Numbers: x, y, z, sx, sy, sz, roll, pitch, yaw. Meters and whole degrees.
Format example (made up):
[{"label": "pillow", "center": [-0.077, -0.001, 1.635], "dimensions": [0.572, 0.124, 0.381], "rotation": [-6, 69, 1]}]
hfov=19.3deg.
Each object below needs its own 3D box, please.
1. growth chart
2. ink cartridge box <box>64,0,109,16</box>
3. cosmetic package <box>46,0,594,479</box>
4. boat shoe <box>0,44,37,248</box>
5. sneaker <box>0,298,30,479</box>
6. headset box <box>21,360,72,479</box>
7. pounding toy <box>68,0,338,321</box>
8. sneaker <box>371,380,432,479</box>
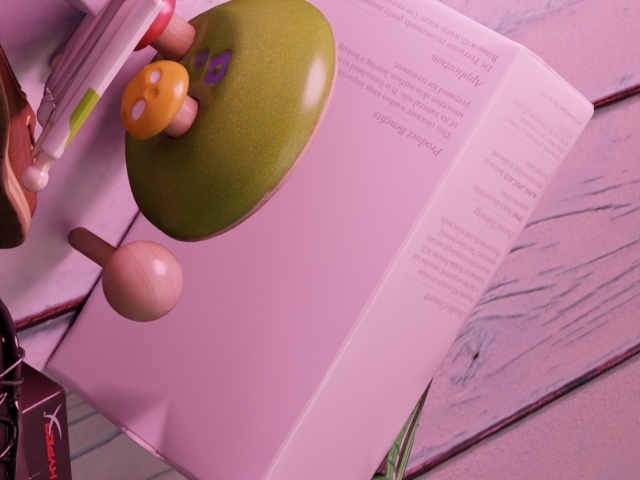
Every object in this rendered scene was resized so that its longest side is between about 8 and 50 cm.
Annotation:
[{"label": "growth chart", "center": [-0.123, -0.136, 1.129], "dimensions": [0.021, 0.237, 0.172], "rotation": [33, 106, -15]}, {"label": "ink cartridge box", "center": [-0.138, -0.242, 1.050], "dimensions": [0.176, 0.127, 0.128], "rotation": [-52, 149, -8]}, {"label": "cosmetic package", "center": [0.000, 0.000, 1.384], "dimensions": [0.385, 0.217, 0.156], "rotation": [-58, 149, 5]}, {"label": "boat shoe", "center": [-0.211, -0.074, 1.176], "dimensions": [0.178, 0.064, 0.060], "rotation": [87, 16, -47]}, {"label": "sneaker", "center": [-0.223, 0.107, 1.114], "dimensions": [0.109, 0.130, 0.286], "rotation": [-15, 87, -39]}, {"label": "headset box", "center": [-0.305, 0.222, 1.237], "dimensions": [0.293, 0.110, 0.218], "rotation": [-28, 132, -38]}, {"label": "pounding toy", "center": [-0.105, -0.082, 1.239], "dimensions": [0.110, 0.183, 0.237], "rotation": [34, 93, -34]}, {"label": "sneaker", "center": [0.028, 0.186, 1.646], "dimensions": [0.343, 0.134, 0.146], "rotation": [-65, 171, 4]}]
